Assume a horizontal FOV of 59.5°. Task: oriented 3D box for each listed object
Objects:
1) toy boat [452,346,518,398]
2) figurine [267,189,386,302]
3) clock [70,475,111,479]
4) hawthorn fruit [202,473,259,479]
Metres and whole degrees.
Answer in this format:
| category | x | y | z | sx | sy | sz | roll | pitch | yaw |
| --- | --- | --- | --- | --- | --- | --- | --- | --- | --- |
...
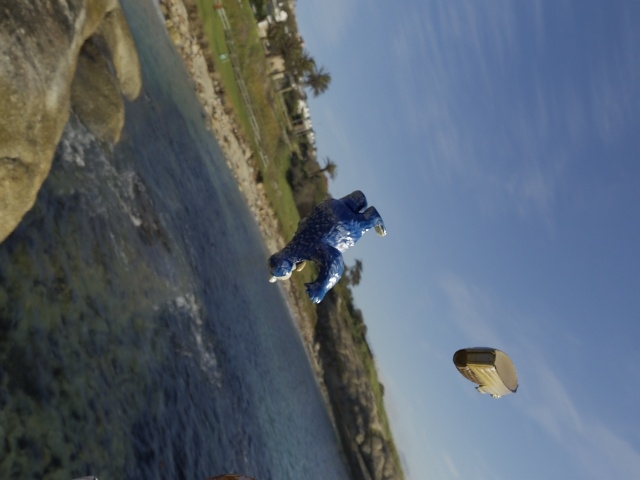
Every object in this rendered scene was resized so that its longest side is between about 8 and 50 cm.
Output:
| category | x | y | z | sx | sy | sz | roll | pitch | yaw |
| --- | --- | --- | --- | --- | --- | --- | --- | --- | --- |
| toy boat | 0.198 | 0.155 | 0.660 | 0.149 | 0.049 | 0.047 | 41 | 48 | -50 |
| figurine | 0.001 | -0.007 | 1.125 | 0.164 | 0.262 | 0.120 | 31 | -24 | 42 |
| clock | -0.354 | 0.516 | 0.841 | 0.189 | 0.189 | 0.254 | -116 | -171 | -69 |
| hawthorn fruit | -0.175 | 0.720 | 1.101 | 0.472 | 0.472 | 0.471 | 160 | -90 | -88 |
